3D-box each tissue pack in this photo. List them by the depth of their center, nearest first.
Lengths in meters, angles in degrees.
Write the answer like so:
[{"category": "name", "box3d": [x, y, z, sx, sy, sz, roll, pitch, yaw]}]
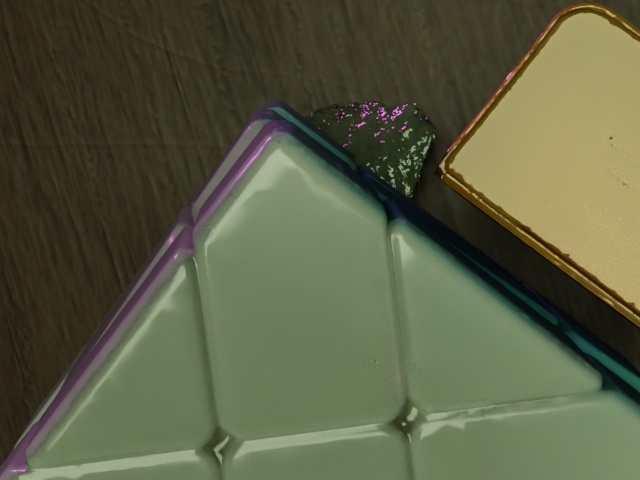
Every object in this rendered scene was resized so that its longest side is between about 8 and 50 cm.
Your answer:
[{"category": "tissue pack", "box3d": [0.204, -0.032, 0.905, 0.194, 0.274, 0.145, 39, 96, 9]}]

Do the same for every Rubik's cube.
[{"category": "Rubik's cube", "box3d": [0.000, 0.128, 0.889, 0.322, 0.316, 0.318, 37, 96, -5]}]

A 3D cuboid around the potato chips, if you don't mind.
[{"category": "potato chips", "box3d": [-0.001, 0.001, 1.056, 0.167, 0.059, 0.228, 7, 90, 4]}]
